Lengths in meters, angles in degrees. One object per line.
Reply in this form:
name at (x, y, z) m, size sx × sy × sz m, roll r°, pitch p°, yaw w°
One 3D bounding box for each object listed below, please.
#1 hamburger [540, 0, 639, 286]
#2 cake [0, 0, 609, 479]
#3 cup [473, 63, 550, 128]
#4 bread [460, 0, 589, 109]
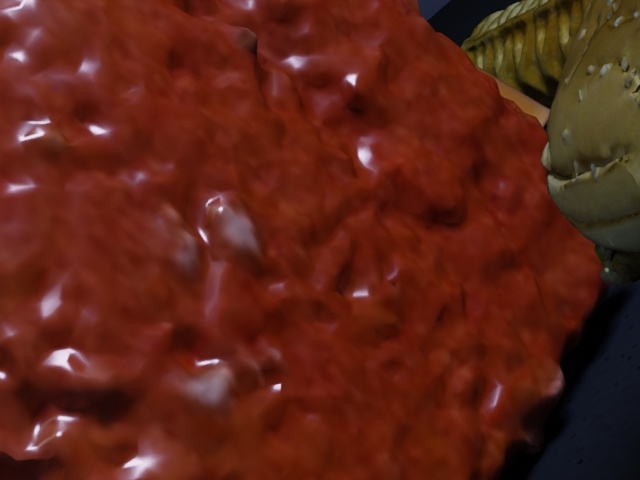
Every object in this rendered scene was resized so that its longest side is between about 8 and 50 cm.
hamburger at (0.134, -0.040, 0.331) m, size 0.159 × 0.131 × 0.185 m, roll -45°, pitch 11°, yaw 7°
cake at (-0.099, 0.040, 0.545) m, size 0.319 × 0.270 × 0.269 m, roll -36°, pitch 10°, yaw 49°
cup at (-0.013, -0.059, 0.756) m, size 0.182 × 0.264 × 0.226 m, roll -52°, pitch -2°, yaw -8°
bread at (0.168, -0.133, 0.865) m, size 0.084 × 0.077 × 0.367 m, roll -42°, pitch 8°, yaw -8°
